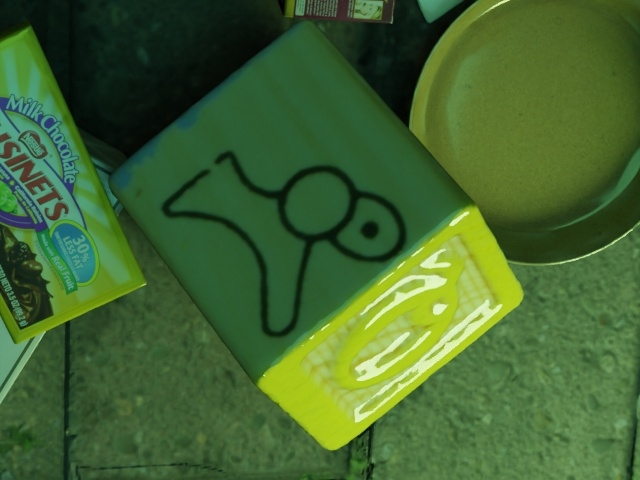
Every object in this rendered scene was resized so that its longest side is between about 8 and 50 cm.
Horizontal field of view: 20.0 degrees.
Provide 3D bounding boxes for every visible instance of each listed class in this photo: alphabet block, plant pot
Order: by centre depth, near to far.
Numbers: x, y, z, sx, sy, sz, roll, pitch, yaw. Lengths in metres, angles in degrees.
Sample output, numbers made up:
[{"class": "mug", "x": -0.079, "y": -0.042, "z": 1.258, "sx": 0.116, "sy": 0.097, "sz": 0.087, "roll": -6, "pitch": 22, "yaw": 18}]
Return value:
[{"class": "alphabet block", "x": 0.000, "y": 0.000, "z": 1.287, "sx": 0.192, "sy": 0.197, "sz": 0.193, "roll": -39, "pitch": 153, "yaw": 2}, {"class": "plant pot", "x": 0.178, "y": -0.097, "z": 1.428, "sx": 0.236, "sy": 0.032, "sz": 0.236, "roll": -5, "pitch": 109, "yaw": -14}]

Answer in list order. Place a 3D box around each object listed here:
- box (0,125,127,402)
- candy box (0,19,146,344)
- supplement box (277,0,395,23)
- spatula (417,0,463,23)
[{"class": "box", "x": -0.279, "y": 0.029, "z": 1.322, "sx": 0.169, "sy": 0.087, "sz": 0.290, "roll": 31, "pitch": 98, "yaw": -21}, {"class": "candy box", "x": -0.207, "y": -0.038, "z": 1.256, "sx": 0.105, "sy": 0.027, "sz": 0.206, "roll": -26, "pitch": 112, "yaw": -9}, {"class": "supplement box", "x": 0.013, "y": -0.194, "z": 1.341, "sx": 0.083, "sy": 0.043, "sz": 0.055, "roll": 3, "pitch": 113, "yaw": -9}, {"class": "spatula", "x": 0.138, "y": -0.296, "z": 1.358, "sx": 0.242, "sy": 0.019, "sz": 0.168, "roll": -35, "pitch": 111, "yaw": 0}]
